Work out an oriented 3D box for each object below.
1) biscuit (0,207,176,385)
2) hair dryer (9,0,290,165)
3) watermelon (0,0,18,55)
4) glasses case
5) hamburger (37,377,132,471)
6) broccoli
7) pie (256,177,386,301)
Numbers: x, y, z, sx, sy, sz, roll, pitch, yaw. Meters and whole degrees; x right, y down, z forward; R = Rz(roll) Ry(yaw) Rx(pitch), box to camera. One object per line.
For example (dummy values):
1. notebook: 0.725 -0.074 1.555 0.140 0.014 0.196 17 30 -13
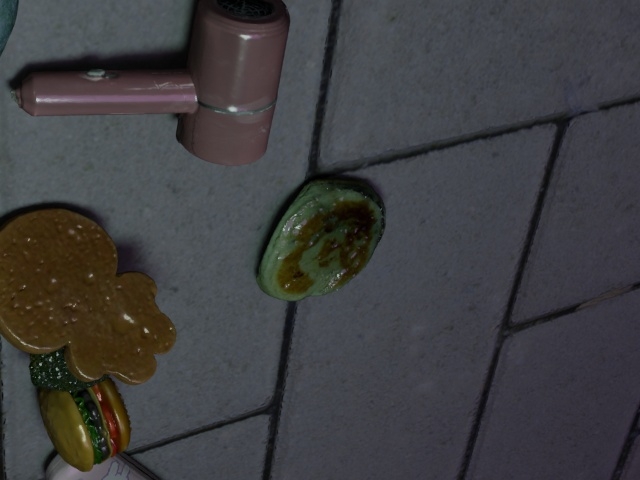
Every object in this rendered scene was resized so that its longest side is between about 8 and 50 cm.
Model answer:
1. biscuit: -0.327 0.081 1.766 0.288 0.044 0.202 37 66 -23
2. hair dryer: -0.217 -0.207 1.655 0.352 0.125 0.210 -5 129 -25
3. watermelon: -0.408 -0.223 1.407 0.188 0.175 0.322 29 100 -44
4. glasses case: -0.341 0.414 2.145 0.113 0.075 0.297 -41 141 -2
5. hamburger: -0.351 0.264 1.940 0.115 0.162 0.162 -22 137 -23
6. broccoli: -0.348 0.138 1.839 0.145 0.138 0.162 -13 129 -26
7. pie: 0.000 0.000 2.047 0.240 0.054 0.240 -23 138 -22
